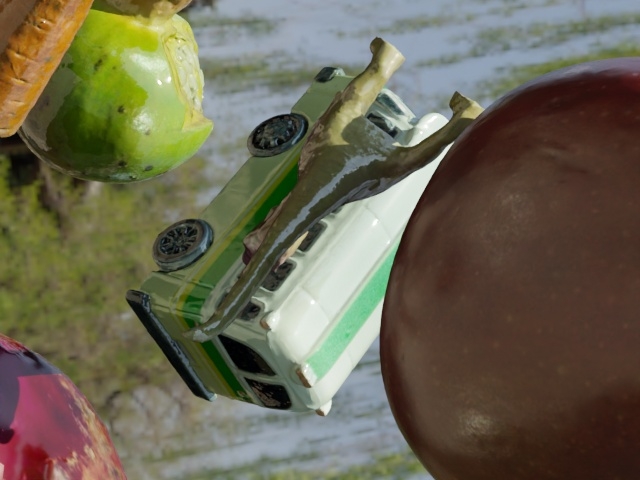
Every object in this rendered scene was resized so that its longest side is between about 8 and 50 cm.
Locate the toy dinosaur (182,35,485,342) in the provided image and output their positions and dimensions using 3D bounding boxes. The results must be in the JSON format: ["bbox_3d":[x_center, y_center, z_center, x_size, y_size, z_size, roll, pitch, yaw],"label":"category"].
[{"bbox_3d":[0.006,-0.028,0.814,0.072,0.200,0.251,42,5,-14],"label":"toy dinosaur"}]

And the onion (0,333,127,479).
[{"bbox_3d":[-0.266,0.268,1.182,0.398,0.420,0.399,-2,90,-74],"label":"onion"}]

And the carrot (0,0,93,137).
[{"bbox_3d":[-0.162,-0.159,0.819,0.210,0.061,0.061,-51,-136,25],"label":"carrot"}]

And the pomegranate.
[{"bbox_3d":[-0.213,-0.203,1.439,0.302,0.236,0.236,-63,-143,31],"label":"pomegranate"}]

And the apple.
[{"bbox_3d":[0.185,0.041,0.705,0.316,0.288,0.288,4,-77,42],"label":"apple"}]

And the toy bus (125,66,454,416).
[{"bbox_3d":[0.000,0.000,1.054,0.164,0.276,0.134,14,-34,41],"label":"toy bus"}]
